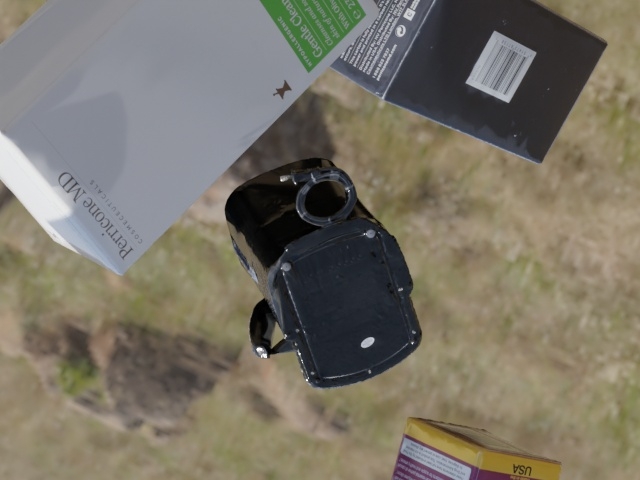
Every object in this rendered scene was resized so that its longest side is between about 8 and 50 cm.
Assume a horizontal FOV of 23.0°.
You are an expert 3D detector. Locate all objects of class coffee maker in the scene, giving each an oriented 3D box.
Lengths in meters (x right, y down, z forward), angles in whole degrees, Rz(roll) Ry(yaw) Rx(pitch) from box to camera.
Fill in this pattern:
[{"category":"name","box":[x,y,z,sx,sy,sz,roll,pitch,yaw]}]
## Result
[{"category":"coffee maker","box":[0.000,0.000,1.205,0.120,0.171,0.178,0,-159,-16]}]

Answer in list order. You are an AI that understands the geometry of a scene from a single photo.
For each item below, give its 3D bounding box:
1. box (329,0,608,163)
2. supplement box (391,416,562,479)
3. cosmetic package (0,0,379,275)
[{"category":"box","box":[0.112,-0.265,1.895,0.343,0.179,0.312,16,-164,-49]},{"category":"supplement box","box":[0.054,0.117,0.616,0.043,0.083,0.055,14,-178,-31]},{"category":"cosmetic package","box":[-0.147,-0.171,1.481,0.155,0.365,0.197,22,155,52]}]
